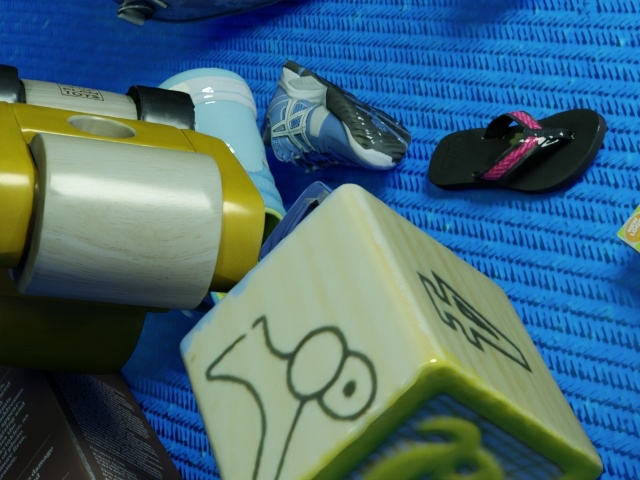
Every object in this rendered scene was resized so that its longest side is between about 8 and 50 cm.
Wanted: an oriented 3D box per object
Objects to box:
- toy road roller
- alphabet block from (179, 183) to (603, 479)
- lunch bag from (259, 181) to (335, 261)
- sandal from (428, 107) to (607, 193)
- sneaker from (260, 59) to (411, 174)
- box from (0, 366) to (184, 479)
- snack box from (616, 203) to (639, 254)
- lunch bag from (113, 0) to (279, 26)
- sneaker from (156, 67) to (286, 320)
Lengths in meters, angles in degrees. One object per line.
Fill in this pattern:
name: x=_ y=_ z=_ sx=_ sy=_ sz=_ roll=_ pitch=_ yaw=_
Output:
toy road roller: x=-0.190 y=0.011 z=1.341 sx=0.329 sy=0.202 sz=0.241 roll=-131 pitch=51 yaw=-64
alphabet block: x=0.043 y=0.115 z=1.202 sx=0.192 sy=0.193 sz=0.197 roll=-45 pitch=38 yaw=18
lunch bag: x=0.000 y=0.000 z=1.441 sx=0.098 sy=0.065 sz=0.067 roll=-54 pitch=37 yaw=5
sandal: x=0.144 y=-0.071 z=1.352 sx=0.179 sy=0.040 sz=0.067 roll=-6 pitch=59 yaw=46
sneaker: x=0.010 y=-0.090 z=1.497 sx=0.081 sy=0.080 sz=0.211 roll=-61 pitch=27 yaw=5
box: x=-0.227 y=0.225 z=1.434 sx=0.191 sy=0.143 sz=0.381 roll=-53 pitch=31 yaw=6
snack box: x=0.277 y=-0.006 z=1.158 sx=0.100 sy=0.037 sz=0.141 roll=-52 pitch=37 yaw=5
lunch bag: x=-0.093 y=-0.374 z=1.699 sx=0.256 sy=0.212 sz=0.305 roll=-20 pitch=51 yaw=38
sneaker: x=-0.146 y=0.018 z=1.551 sx=0.319 sy=0.127 sz=0.208 roll=-49 pitch=51 yaw=36
